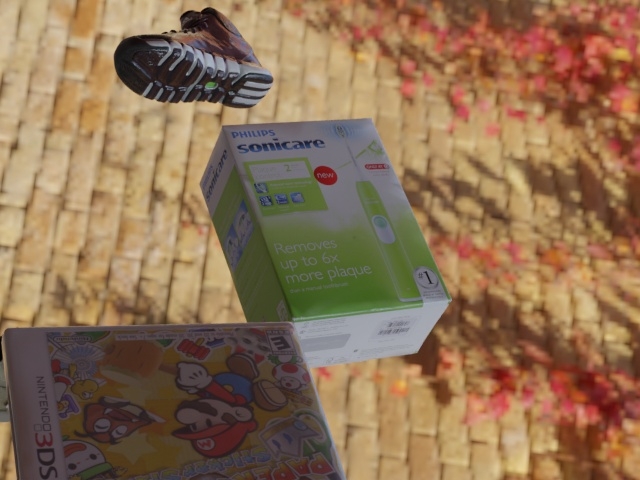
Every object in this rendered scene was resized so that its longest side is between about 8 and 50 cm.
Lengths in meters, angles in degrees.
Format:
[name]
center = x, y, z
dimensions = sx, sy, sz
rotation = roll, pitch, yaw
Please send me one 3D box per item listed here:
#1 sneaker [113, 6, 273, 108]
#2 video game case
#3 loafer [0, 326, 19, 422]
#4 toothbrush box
[sneaker]
center = -0.212, -0.293, 2.175
dimensions = 0.106, 0.281, 0.162
rotation = -45, -126, 31
[video game case]
center = -0.105, 0.136, 1.026
dimensions = 0.206, 0.227, 0.026
rotation = -111, -152, -47
[loafer]
center = -0.312, 0.147, 1.587
dimensions = 0.102, 0.269, 0.092
rotation = -74, 149, -47
[toothbrush box]
center = 0.000, 0.000, 1.710
dimensions = 0.122, 0.206, 0.283
rotation = 116, -39, -47
